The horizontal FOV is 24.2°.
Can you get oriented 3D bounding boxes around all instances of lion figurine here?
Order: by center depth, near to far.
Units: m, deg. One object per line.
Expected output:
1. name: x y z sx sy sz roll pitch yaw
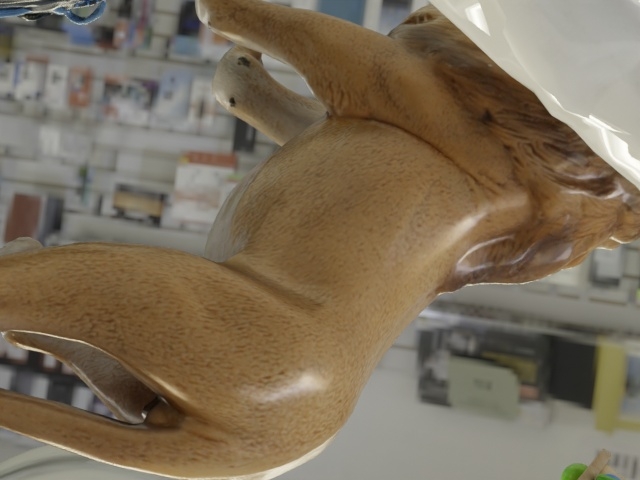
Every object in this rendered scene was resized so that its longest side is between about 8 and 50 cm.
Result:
1. lion figurine: 0.000 0.000 0.623 0.240 0.392 0.142 30 149 20

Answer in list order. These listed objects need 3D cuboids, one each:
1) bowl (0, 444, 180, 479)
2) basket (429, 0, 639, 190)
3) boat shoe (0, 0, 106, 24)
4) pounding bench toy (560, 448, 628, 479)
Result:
1. bowl: -0.156 0.263 0.890 0.298 0.297 0.134 8 171 10
2. basket: 0.146 -0.198 0.392 0.328 0.266 0.331 43 -151 -20
3. boat shoe: -0.157 -0.169 0.798 0.258 0.109 0.089 -8 161 -42
4. pounding bench toy: 0.137 0.130 0.694 0.065 0.083 0.052 40 -143 13
